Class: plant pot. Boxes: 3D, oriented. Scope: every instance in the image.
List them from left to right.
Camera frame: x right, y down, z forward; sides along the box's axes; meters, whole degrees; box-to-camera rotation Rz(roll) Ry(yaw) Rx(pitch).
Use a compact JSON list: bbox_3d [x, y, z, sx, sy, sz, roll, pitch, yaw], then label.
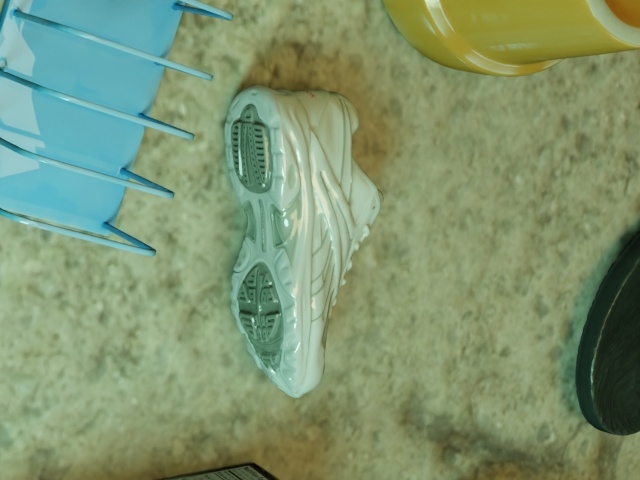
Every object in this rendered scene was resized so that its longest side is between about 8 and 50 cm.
[{"bbox_3d":[0.173,-0.211,1.032,0.205,0.188,0.205,-10,108,-30],"label":"plant pot"}]

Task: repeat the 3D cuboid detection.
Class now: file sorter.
[{"bbox_3d":[-0.143,-0.086,0.917,0.118,0.104,0.170,16,95,-34],"label":"file sorter"}]

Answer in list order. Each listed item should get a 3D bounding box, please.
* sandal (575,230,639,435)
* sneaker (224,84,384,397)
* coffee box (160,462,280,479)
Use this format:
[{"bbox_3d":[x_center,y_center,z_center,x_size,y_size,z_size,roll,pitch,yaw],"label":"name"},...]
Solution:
[{"bbox_3d":[0.399,0.010,1.288,0.446,0.107,0.167,-39,121,-18],"label":"sandal"},{"bbox_3d":[0.000,0.000,1.045,0.115,0.090,0.232,-11,110,-33],"label":"sneaker"},{"bbox_3d":[-0.133,0.257,1.023,0.246,0.098,0.141,-5,106,-31],"label":"coffee box"}]
